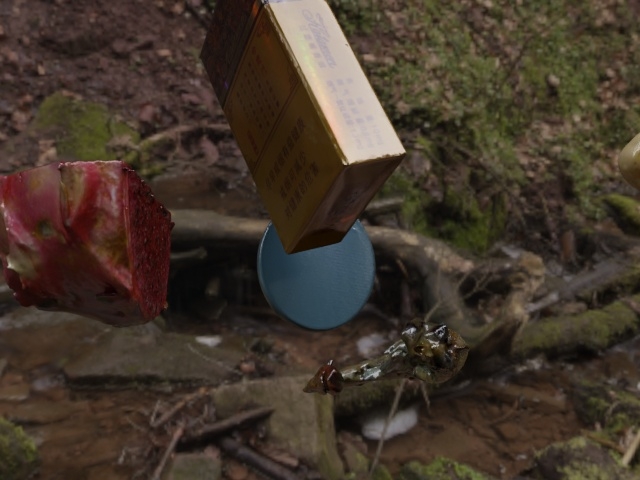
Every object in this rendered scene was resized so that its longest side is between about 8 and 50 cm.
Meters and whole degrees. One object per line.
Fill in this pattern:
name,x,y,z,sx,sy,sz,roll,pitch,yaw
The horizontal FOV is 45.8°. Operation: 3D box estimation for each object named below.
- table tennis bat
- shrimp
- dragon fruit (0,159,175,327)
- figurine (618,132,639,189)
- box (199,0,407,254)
table tennis bat,0.000,0.000,1.344,0.215,0.329,0.044,11,-18,-13
shrimp,0.059,0.119,0.726,0.173,0.058,0.253,-15,-13,8
dragon fruit,-0.228,0.015,0.699,0.161,0.126,0.274,4,-10,-2
figurine,0.628,-0.121,1.349,0.114,0.108,0.196,20,15,-41
box,-0.047,-0.223,1.181,0.115,0.264,0.416,-13,66,-28
